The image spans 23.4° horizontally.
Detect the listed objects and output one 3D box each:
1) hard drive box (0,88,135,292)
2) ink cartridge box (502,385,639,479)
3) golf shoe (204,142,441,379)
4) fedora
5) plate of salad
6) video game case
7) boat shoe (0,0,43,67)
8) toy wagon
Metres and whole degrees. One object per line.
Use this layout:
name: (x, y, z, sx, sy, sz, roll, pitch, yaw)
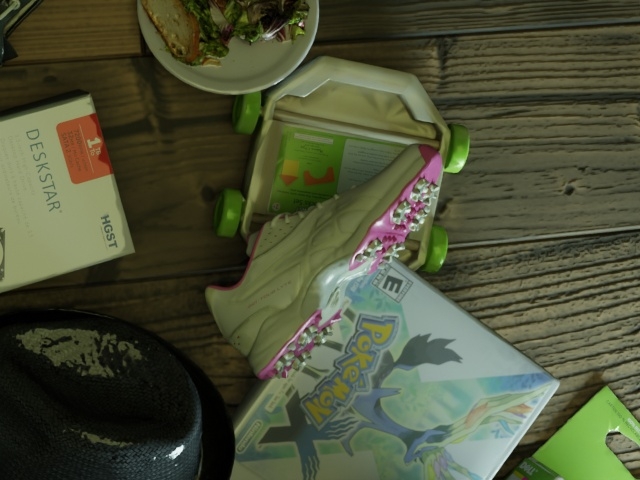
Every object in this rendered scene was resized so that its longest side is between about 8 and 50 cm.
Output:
hard drive box: (-0.336, -0.044, 1.644, 0.232, 0.089, 0.181, -18, 102, -12)
ink cartridge box: (0.323, 0.331, 1.862, 0.255, 0.097, 0.189, -44, 105, -5)
golf shoe: (0.000, 0.000, 1.645, 0.140, 0.115, 0.306, 41, 89, 19)
fedora: (-0.239, 0.171, 1.591, 0.334, 0.152, 0.334, 9, 54, -13)
plate of salad: (-0.099, -0.257, 1.680, 0.200, 0.048, 0.200, 2, 79, -9)
video game case: (0.067, 0.211, 1.748, 0.300, 0.036, 0.329, 36, 88, -19)
boat shoe: (-0.350, -0.221, 1.605, 0.091, 0.114, 0.302, 36, 88, -10)
toy wagon: (0.015, -0.030, 1.750, 0.267, 0.068, 0.344, 10, 96, -16)
